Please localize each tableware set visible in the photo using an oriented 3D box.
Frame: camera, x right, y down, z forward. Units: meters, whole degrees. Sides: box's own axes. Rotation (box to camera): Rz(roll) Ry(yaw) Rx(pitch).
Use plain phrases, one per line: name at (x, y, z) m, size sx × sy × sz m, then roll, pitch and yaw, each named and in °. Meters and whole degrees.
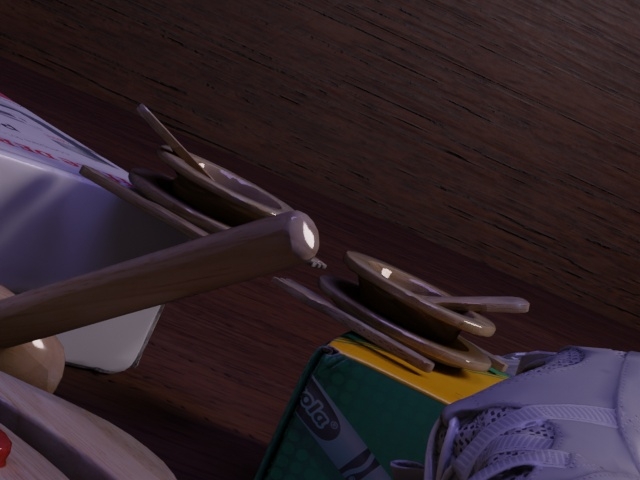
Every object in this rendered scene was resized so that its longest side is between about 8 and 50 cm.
tableware set at (0.000, 0.000, 0.843) m, size 0.194 × 0.039 × 0.128 m, roll 29°, pitch 7°, yaw 20°

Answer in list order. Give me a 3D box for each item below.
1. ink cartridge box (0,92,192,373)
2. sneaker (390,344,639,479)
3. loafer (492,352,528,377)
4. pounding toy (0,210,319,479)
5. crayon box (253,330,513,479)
ink cartridge box at (-0.190, -0.028, 0.911) m, size 0.158 × 0.092 × 0.218 m, roll 18°, pitch 11°, yaw -47°
sneaker at (0.067, 0.107, 0.611) m, size 0.115 × 0.105 × 0.281 m, roll 15°, pitch 18°, yaw 22°
loafer at (0.202, 0.128, 1.024) m, size 0.319 × 0.112 × 0.111 m, roll 21°, pitch 15°, yaw -27°
pounding toy at (-0.088, 0.039, 0.411) m, size 0.154 × 0.155 × 0.269 m, roll 26°, pitch 4°, yaw -30°
crayon box at (0.121, 0.131, 0.801) m, size 0.278 × 0.081 × 0.165 m, roll 26°, pitch 6°, yaw 9°
